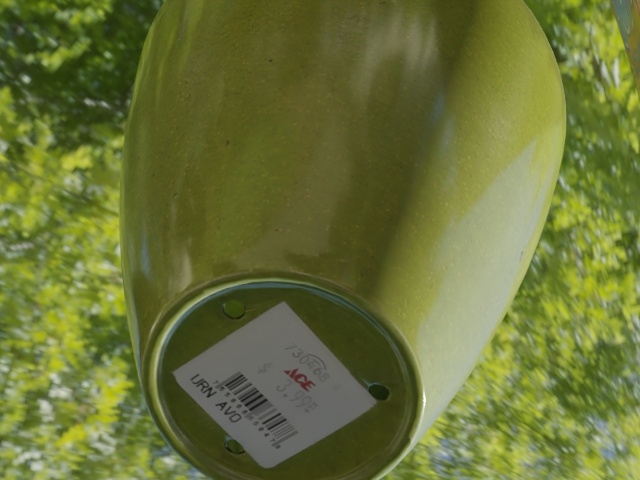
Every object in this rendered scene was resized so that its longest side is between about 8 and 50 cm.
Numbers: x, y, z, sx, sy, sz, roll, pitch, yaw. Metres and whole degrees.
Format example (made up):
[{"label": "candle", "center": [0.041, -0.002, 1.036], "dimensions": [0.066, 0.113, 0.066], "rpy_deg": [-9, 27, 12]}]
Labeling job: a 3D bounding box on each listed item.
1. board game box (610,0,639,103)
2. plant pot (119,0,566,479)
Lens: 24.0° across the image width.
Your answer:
[{"label": "board game box", "center": [0.377, -0.305, 1.120], "dimensions": [0.357, 0.356, 0.356], "rpy_deg": [-15, -92, 10]}, {"label": "plant pot", "center": [0.000, 0.000, 0.832], "dimensions": [0.275, 0.293, 0.274], "rpy_deg": [4, -59, 6]}]
